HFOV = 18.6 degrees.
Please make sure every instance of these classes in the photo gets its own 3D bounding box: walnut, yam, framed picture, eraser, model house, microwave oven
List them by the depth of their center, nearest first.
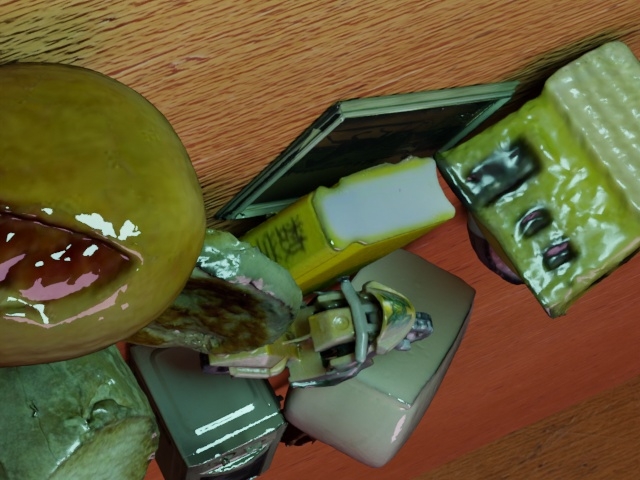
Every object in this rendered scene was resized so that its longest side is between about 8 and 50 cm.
[{"bbox_3d":[-0.223,-0.012,1.256,0.298,0.203,0.203,-4,159,-13],"label":"walnut"},{"bbox_3d":[-0.232,0.093,1.403,0.168,0.304,0.168,-29,157,-14],"label":"yam"},{"bbox_3d":[0.047,-0.080,1.796,0.252,0.014,0.197,-11,158,-45],"label":"framed picture"},{"bbox_3d":[0.000,0.000,1.815,0.158,0.069,0.226,-14,169,-40],"label":"eraser"},{"bbox_3d":[0.256,-0.063,1.846,0.234,0.193,0.175,-35,170,3],"label":"model house"},{"bbox_3d":[-0.120,0.179,2.080,0.129,0.163,0.205,-22,165,-14],"label":"microwave oven"}]

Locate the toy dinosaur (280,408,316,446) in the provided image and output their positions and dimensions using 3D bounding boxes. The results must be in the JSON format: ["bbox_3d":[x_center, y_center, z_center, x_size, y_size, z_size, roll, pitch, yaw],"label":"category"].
[{"bbox_3d":[0.004,0.160,2.393,0.206,0.113,0.327,-50,-179,-15],"label":"toy dinosaur"}]

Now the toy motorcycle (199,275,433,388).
[{"bbox_3d":[-0.003,0.088,1.868,0.229,0.094,0.130,-9,168,-5],"label":"toy motorcycle"}]

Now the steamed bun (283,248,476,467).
[{"bbox_3d":[0.057,0.135,2.102,0.241,0.146,0.164,-56,174,-46],"label":"steamed bun"}]

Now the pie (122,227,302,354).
[{"bbox_3d":[-0.133,0.045,1.732,0.241,0.054,0.240,4,157,2],"label":"pie"}]

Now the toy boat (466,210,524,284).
[{"bbox_3d":[0.233,-0.034,2.171,0.155,0.085,0.227,-37,152,5],"label":"toy boat"}]
